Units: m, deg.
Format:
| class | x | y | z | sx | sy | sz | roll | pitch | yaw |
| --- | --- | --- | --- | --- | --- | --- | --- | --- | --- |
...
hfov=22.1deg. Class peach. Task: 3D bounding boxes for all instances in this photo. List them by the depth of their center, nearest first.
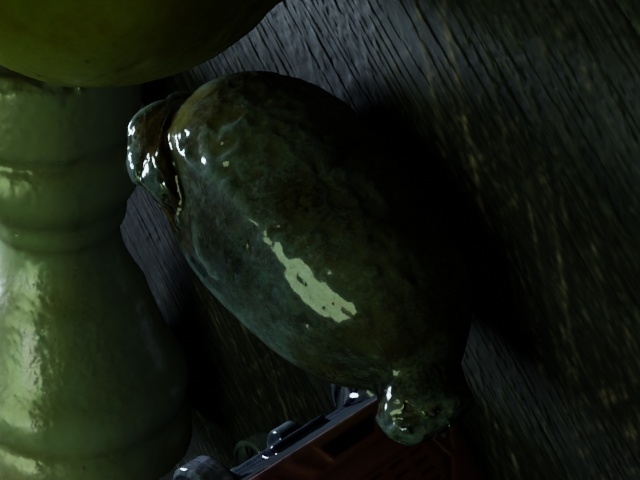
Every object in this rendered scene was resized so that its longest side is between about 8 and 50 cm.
| class | x | y | z | sx | sy | sz | roll | pitch | yaw |
| --- | --- | --- | --- | --- | --- | --- | --- | --- | --- |
| peach | -0.152 | -0.256 | 1.105 | 0.314 | 0.281 | 0.315 | 44 | 146 | 6 |

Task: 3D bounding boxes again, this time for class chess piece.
| class | x | y | z | sx | sy | sz | roll | pitch | yaw |
| --- | --- | --- | --- | --- | --- | --- | --- | --- | --- |
| chess piece | -0.248 | 0.016 | 1.594 | 0.234 | 0.234 | 0.442 | 34 | 134 | 46 |

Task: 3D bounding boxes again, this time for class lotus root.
| class | x | y | z | sx | sy | sz | roll | pitch | yaw |
| --- | --- | --- | --- | --- | --- | --- | --- | --- | --- |
| lotus root | 0.002 | -0.001 | 1.190 | 0.349 | 0.175 | 0.175 | 46 | 146 | 27 |

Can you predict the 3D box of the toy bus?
| class | x | y | z | sx | sy | sz | roll | pitch | yaw |
| --- | --- | --- | --- | --- | --- | --- | --- | --- | --- |
| toy bus | -0.022 | 0.272 | 1.396 | 0.233 | 0.203 | 0.427 | 58 | 149 | 6 |
